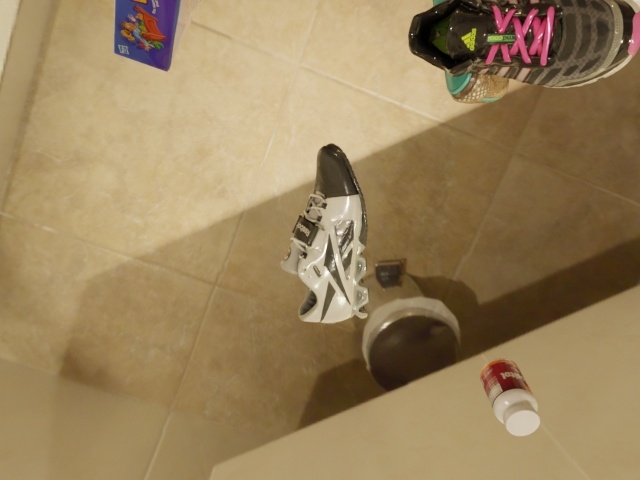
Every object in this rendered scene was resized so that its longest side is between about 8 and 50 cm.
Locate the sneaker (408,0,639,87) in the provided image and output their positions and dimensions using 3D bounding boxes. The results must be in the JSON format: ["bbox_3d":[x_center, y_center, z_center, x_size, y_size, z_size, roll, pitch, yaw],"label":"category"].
[{"bbox_3d":[0.128,-0.141,0.356,0.075,0.170,0.063,-14,118,-32],"label":"sneaker"}]

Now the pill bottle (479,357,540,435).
[{"bbox_3d":[0.385,0.316,1.027,0.086,0.152,0.086,0,114,0],"label":"pill bottle"}]

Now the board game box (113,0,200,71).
[{"bbox_3d":[-0.180,-0.429,0.635,0.078,0.233,0.347,16,143,-13],"label":"board game box"}]

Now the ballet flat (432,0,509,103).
[{"bbox_3d":[0.166,-0.235,0.551,0.067,0.073,0.206,9,72,-24],"label":"ballet flat"}]

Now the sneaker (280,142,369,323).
[{"bbox_3d":[0.000,0.000,0.890,0.146,0.122,0.330,-9,105,-15],"label":"sneaker"}]
